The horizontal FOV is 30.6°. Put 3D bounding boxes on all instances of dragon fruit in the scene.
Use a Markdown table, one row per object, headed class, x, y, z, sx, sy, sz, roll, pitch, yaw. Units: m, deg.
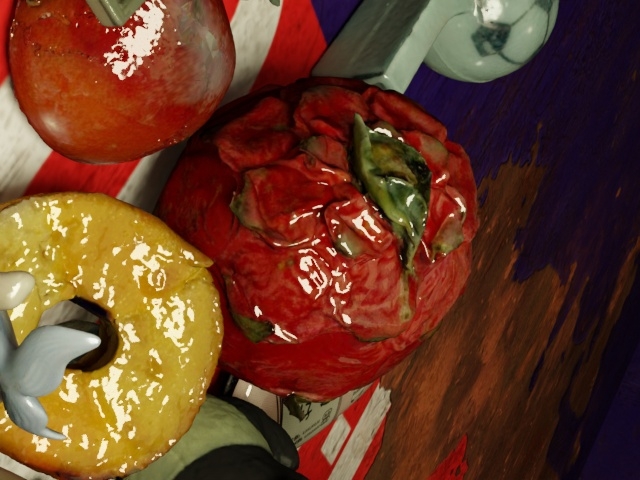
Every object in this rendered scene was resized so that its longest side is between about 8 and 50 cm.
| class | x | y | z | sx | sy | sz | roll | pitch | yaw |
| --- | --- | --- | --- | --- | --- | --- | --- | --- | --- |
| dragon fruit | 0.000 | 0.000 | 0.865 | 0.299 | 0.244 | 0.244 | 11 | 98 | -84 |

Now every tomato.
| class | x | y | z | sx | sy | sz | roll | pitch | yaw |
| --- | --- | --- | --- | --- | --- | --- | --- | --- | --- |
| tomato | -0.101 | -0.132 | 0.728 | 0.173 | 0.099 | 0.189 | 30 | 79 | -62 |

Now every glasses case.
| class | x | y | z | sx | sy | sz | roll | pitch | yaw |
| --- | --- | --- | --- | --- | --- | --- | --- | --- | --- |
| glasses case | 0.001 | 0.113 | 1.126 | 0.314 | 0.075 | 0.122 | -31 | 131 | -53 |

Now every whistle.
| class | x | y | z | sx | sy | sz | roll | pitch | yaw |
| --- | --- | --- | --- | --- | --- | --- | --- | --- | --- |
| whistle | 0.127 | -0.197 | 1.074 | 0.289 | 0.164 | 0.163 | -57 | 151 | -24 |

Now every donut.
| class | x | y | z | sx | sy | sz | roll | pitch | yaw |
| --- | --- | --- | --- | --- | --- | --- | --- | --- | --- |
| donut | -0.158 | 0.055 | 0.723 | 0.190 | 0.075 | 0.174 | 17 | 88 | -35 |

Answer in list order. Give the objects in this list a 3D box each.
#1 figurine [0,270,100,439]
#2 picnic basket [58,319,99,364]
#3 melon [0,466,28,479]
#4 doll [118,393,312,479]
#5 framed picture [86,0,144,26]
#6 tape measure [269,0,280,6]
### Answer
| class | x | y | z | sx | sy | sz | roll | pitch | yaw |
| --- | --- | --- | --- | --- | --- | --- | --- | --- | --- |
| figurine | -0.216 | 0.057 | 0.553 | 0.128 | 0.209 | 0.183 | 116 | -17 | -45 |
| picnic basket | -0.162 | 0.098 | 0.814 | 0.083 | 0.065 | 0.083 | -21 | 110 | -57 |
| melon | -0.226 | 0.271 | 0.623 | 0.223 | 0.223 | 0.316 | -5 | 115 | -62 |
| doll | -0.069 | 0.209 | 0.892 | 0.143 | 0.234 | 0.135 | -40 | 139 | -5 |
| framed picture | -0.119 | -0.273 | 0.597 | 0.192 | 0.018 | 0.265 | -54 | 131 | -30 |
| tape measure | 0.031 | -0.292 | 0.818 | 0.231 | 0.149 | 0.245 | -31 | 135 | -52 |
